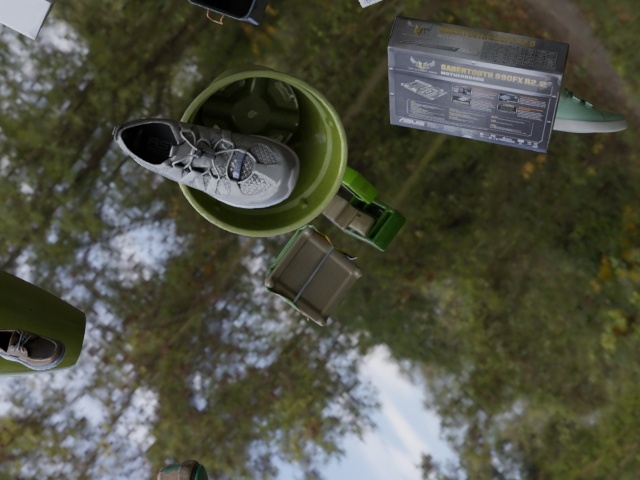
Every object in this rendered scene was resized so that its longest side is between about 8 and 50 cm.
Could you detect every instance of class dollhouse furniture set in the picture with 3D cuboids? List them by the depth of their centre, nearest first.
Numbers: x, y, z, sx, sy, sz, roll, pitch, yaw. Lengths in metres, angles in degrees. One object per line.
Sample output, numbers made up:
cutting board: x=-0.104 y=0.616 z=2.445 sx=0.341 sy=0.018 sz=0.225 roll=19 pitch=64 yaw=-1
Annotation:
dollhouse furniture set: x=0.000 y=0.000 z=2.213 sx=0.197 sy=0.301 sz=0.151 roll=40 pitch=175 yaw=-38

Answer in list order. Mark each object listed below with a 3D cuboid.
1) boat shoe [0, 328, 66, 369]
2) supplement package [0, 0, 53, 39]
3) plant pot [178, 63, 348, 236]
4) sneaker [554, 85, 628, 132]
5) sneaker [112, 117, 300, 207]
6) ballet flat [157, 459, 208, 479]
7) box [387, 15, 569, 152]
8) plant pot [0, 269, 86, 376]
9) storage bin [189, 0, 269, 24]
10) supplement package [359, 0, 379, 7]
boat shoe: x=-0.583 y=0.209 z=2.081 sx=0.183 sy=0.066 sz=0.066 roll=1 pitch=152 yaw=30
supplement package: x=-0.481 y=-0.489 z=1.784 sx=0.139 sy=0.244 sz=0.134 roll=27 pitch=153 yaw=-16
plant pot: x=-0.110 y=-0.180 z=1.784 sx=0.276 sy=0.276 sz=0.254 roll=41 pitch=-169 yaw=-21
sneaker: x=0.464 y=-0.280 z=1.982 sx=0.255 sy=0.151 sz=0.094 roll=6 pitch=-177 yaw=-12
sneaker: x=-0.165 y=-0.109 z=1.482 sx=0.281 sy=0.105 sz=0.115 roll=11 pitch=-178 yaw=23
ballet flat: x=-0.255 y=0.564 z=2.118 sx=0.107 sy=0.106 sz=0.316 roll=-72 pitch=-26 yaw=-61
box: x=0.207 y=-0.209 z=1.436 sx=0.231 sy=0.056 sz=0.183 roll=11 pitch=153 yaw=11
plant pot: x=-0.706 y=0.203 z=2.464 sx=0.293 sy=0.275 sz=0.275 roll=13 pitch=-162 yaw=-22
storage bin: x=-0.164 y=-0.441 z=1.947 sx=0.135 sy=0.098 sz=0.091 roll=22 pitch=-179 yaw=19
supplement package: x=0.162 y=-0.556 z=1.948 sx=0.203 sy=0.194 sz=0.149 roll=-4 pitch=121 yaw=58
